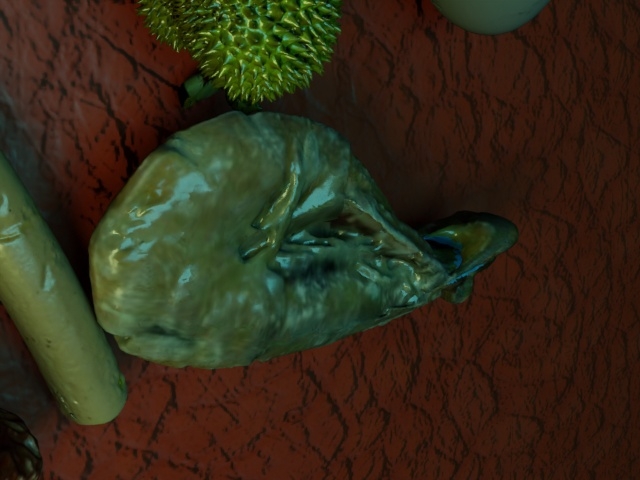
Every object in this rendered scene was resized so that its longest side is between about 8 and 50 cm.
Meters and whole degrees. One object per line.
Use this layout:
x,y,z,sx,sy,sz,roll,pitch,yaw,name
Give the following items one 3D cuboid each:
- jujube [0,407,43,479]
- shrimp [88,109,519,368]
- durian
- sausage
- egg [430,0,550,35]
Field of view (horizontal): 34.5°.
-0.303,0.155,0.687,0.236,0.168,0.168,8,98,-53,jujube
0.000,0.000,0.900,0.446,0.110,0.221,-1,111,-41,shrimp
-0.053,-0.186,0.778,0.146,0.159,0.198,-39,125,-18,durian
-0.225,0.012,0.762,0.066,0.066,0.301,-39,125,-24,sausage
0.154,-0.286,0.927,0.146,0.146,0.198,-8,101,-38,egg
